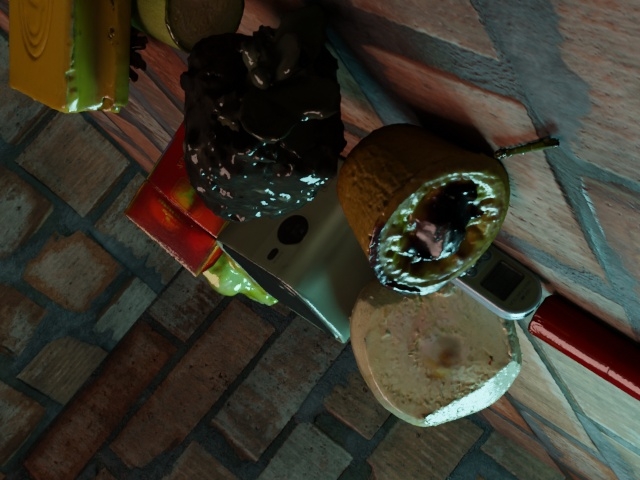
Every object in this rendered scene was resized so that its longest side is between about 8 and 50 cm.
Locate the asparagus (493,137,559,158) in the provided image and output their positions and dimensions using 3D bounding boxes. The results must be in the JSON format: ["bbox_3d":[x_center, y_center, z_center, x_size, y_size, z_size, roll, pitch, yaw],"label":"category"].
[{"bbox_3d":[0.231,-0.103,1.142,0.016,0.013,0.166,-2,180,-13],"label":"asparagus"}]

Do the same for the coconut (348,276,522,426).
[{"bbox_3d":[0.193,0.164,1.720,0.297,0.297,0.254,39,-172,0],"label":"coconut"}]

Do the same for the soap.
[{"bbox_3d":[-0.340,-0.346,1.361,0.096,0.324,0.204,-10,-156,-39],"label":"soap"}]

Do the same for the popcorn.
[{"bbox_3d":[-0.117,-0.027,2.135,0.312,0.312,0.312,38,171,7],"label":"popcorn"}]

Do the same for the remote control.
[{"bbox_3d":[0.235,0.037,1.577,0.244,0.087,0.047,37,156,20],"label":"remote control"}]

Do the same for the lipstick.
[{"bbox_3d":[0.441,0.179,1.511,0.279,0.073,0.073,34,170,29],"label":"lipstick"}]

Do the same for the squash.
[{"bbox_3d":[-0.226,-0.349,1.399,0.247,0.132,0.132,30,167,42],"label":"squash"}]

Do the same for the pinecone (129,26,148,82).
[{"bbox_3d":[-0.430,-0.373,1.971,0.208,0.208,0.208,38,171,7],"label":"pinecone"}]

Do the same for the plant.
[{"bbox_3d":[-0.073,-0.165,1.295,0.213,0.215,0.312,-2,162,-6],"label":"plant"}]

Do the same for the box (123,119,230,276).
[{"bbox_3d":[-0.217,-0.112,1.947,0.197,0.313,0.089,39,-158,7],"label":"box"}]

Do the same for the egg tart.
[{"bbox_3d":[0.127,-0.048,1.299,0.171,0.215,0.215,51,-179,43],"label":"egg tart"}]

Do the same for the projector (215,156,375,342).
[{"bbox_3d":[0.000,0.000,1.840,0.248,0.249,0.248,30,167,40],"label":"projector"}]
